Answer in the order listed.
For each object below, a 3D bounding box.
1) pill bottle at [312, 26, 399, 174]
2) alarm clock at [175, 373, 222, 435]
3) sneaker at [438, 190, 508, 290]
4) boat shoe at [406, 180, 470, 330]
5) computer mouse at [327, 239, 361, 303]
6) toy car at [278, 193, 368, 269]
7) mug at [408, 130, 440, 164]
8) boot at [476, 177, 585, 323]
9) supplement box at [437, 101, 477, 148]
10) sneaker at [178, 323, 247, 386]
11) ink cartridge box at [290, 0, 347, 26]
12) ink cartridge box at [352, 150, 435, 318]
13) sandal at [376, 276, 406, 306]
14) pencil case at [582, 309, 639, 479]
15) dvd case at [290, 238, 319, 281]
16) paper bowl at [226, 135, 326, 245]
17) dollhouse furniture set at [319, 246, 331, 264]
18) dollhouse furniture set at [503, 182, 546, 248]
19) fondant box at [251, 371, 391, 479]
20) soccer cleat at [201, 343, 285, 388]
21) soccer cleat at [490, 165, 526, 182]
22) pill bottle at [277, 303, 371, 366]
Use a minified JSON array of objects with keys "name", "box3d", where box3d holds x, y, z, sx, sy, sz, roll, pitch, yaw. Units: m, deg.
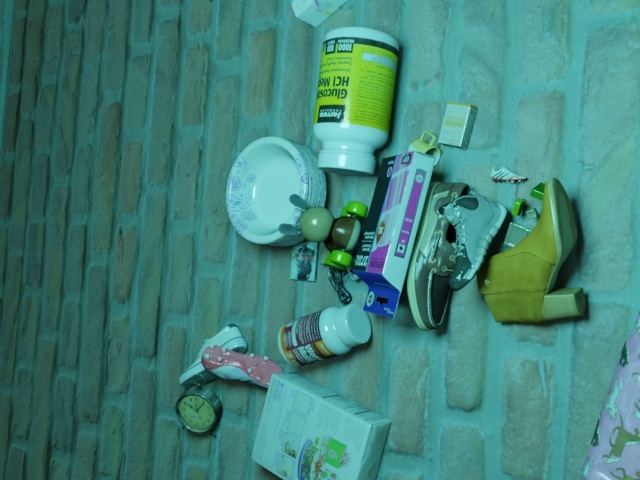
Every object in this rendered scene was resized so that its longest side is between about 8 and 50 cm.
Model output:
[{"name":"pill bottle","box3d":[0.081,-0.332,1.720,0.188,0.188,0.333,6,89,39]},{"name":"alarm clock","box3d":[-0.348,0.467,2.028,0.129,0.064,0.192,9,113,14]},{"name":"sneaker","box3d":[0.294,-0.011,1.497,0.228,0.132,0.086,-57,2,-24]},{"name":"boat shoe","box3d":[0.279,0.033,1.573,0.123,0.123,0.341,1,78,37]},{"name":"computer mouse","box3d":[0.095,0.063,1.765,0.193,0.042,0.106,-48,54,31]},{"name":"toy car","box3d":[-0.002,-0.033,1.706,0.149,0.188,0.155,139,150,-79]},{"name":"mug","box3d":[0.245,-0.213,1.666,0.078,0.062,0.064,-47,49,5]},{"name":"boot","box3d":[0.415,0.029,1.451,0.211,0.104,0.295,-6,95,41]},{"name":"supplement box","box3d":[0.316,-0.265,1.623,0.062,0.036,0.098,18,96,38]},{"name":"sneaker","box3d":[-0.314,0.334,2.040,0.258,0.094,0.091,-37,54,20]},{"name":"ink cartridge box","box3d":[-0.001,-0.661,1.884,0.143,0.090,0.092,-33,66,32]},{"name":"ink cartridge box","box3d":[0.156,-0.015,1.611,0.176,0.069,0.370,-179,102,-70]},{"name":"sandal","box3d":[0.186,0.084,1.682,0.090,0.060,0.219,40,124,41]},{"name":"pencil case","box3d":[0.604,0.293,1.262,0.160,0.167,0.386,18,98,6]},{"name":"dvd case","box3d":[-0.042,0.047,1.891,0.087,0.013,0.119,4,87,39]},{"name":"paper bowl","box3d":[-0.104,-0.126,1.873,0.284,0.148,0.284,-5,81,39]},{"name":"dollhouse furniture set","box3d":[0.000,0.000,1.829,0.081,0.091,0.114,35,110,51]},{"name":"dollhouse furniture set","box3d":[0.450,-0.045,1.503,0.076,0.059,0.151,27,121,30]},{"name":"fondant box","box3d":[-0.007,0.500,1.764,0.330,0.096,0.238,19,97,39]},{"name":"soccer cleat","box3d":[-0.208,0.354,1.924,0.248,0.083,0.095,17,140,7]},{"name":"soccer cleat","box3d":[0.411,-0.144,1.541,0.083,0.029,0.035,7,94,43]},{"name":"pill bottle","box3d":[0.009,0.235,1.762,0.221,0.121,0.121,-23,71,35]}]
